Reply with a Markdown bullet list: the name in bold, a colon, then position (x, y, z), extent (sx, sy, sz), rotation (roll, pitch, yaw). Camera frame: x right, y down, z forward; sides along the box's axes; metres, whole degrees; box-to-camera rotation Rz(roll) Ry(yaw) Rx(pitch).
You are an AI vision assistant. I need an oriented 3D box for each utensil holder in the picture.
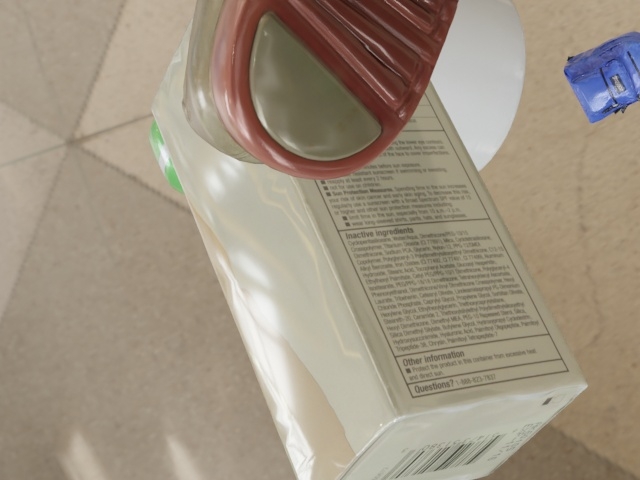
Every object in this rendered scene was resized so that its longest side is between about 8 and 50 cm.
- **utensil holder**: position (0.050, -0.261, 1.943), extent (0.327, 0.385, 0.328), rotation (-25, 62, 59)

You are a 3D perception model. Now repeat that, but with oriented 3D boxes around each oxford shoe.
- **oxford shoe**: position (0.026, -0.195, 0.628), extent (0.123, 0.348, 0.130), rotation (34, 170, -27)

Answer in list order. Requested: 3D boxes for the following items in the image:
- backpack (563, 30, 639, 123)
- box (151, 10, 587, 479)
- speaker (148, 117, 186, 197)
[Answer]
- **backpack**: position (0.409, -0.223, 1.872), extent (0.120, 0.101, 0.098), rotation (-25, 108, 20)
- **box**: position (0.019, -0.005, 0.850), extent (0.121, 0.148, 0.311), rotation (-55, 49, 45)
- **speaker**: position (0.000, 0.000, 1.026), extent (0.296, 0.131, 0.131), rotation (50, 134, 16)
